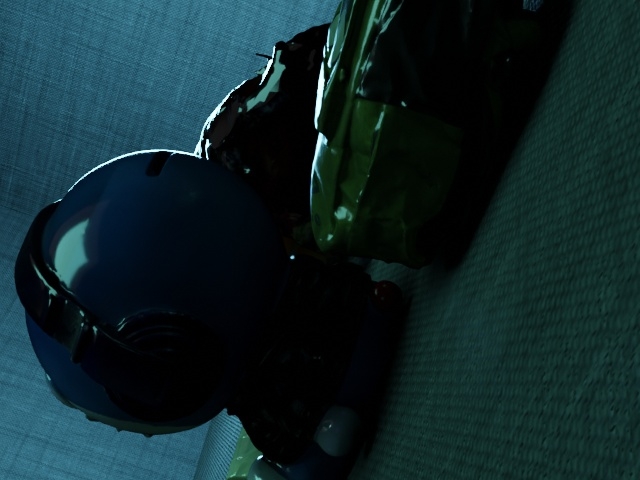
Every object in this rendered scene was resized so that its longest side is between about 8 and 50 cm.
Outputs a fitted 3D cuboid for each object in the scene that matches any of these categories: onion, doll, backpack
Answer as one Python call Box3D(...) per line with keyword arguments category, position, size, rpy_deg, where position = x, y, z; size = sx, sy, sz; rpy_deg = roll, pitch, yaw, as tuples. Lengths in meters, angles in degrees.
Box3D(category="onion", position=(-0.008, -0.120, 1.355), size=(0.281, 0.221, 0.280), rpy_deg=(-36, 42, 40))
Box3D(category="doll", position=(-0.098, 0.059, 0.982), size=(0.284, 0.310, 0.240), rpy_deg=(-81, 14, -67))
Box3D(category="backpack", position=(0.067, -0.104, 0.849), size=(0.207, 0.140, 0.253), rpy_deg=(-83, 7, -70))

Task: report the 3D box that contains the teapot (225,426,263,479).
Box3D(category="teapot", position=(-0.023, 0.170, 1.147), size=(0.107, 0.077, 0.200), rpy_deg=(69, -152, -45))

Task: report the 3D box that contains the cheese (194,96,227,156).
Box3D(category="cheese", position=(-0.089, -0.033, 1.651), size=(0.351, 0.130, 0.328), rpy_deg=(80, -157, -47))

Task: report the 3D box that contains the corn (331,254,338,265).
Box3D(category="corn", position=(0.000, 0.000, 1.629), size=(0.165, 0.063, 0.085), rpy_deg=(-72, -26, -54))

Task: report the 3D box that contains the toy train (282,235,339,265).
Box3D(category="toy train", position=(-0.032, 0.089, 1.273), size=(0.074, 0.118, 0.175), rpy_deg=(-74, 7, -65))
